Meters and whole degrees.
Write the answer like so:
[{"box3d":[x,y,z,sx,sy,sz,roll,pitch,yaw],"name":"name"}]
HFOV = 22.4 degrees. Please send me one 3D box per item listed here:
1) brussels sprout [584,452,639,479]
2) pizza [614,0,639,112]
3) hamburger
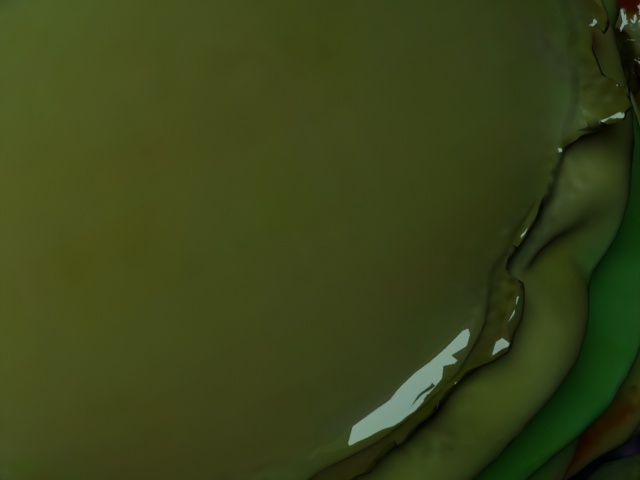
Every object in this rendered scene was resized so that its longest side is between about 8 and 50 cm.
[{"box3d":[0.100,0.130,0.414,0.183,0.131,0.145,-48,63,-3],"name":"brussels sprout"},{"box3d":[0.090,-0.117,0.527,0.193,0.053,0.201,17,80,18],"name":"pizza"},{"box3d":[0.000,0.000,0.462,0.237,0.149,0.237,-14,59,23],"name":"hamburger"}]
